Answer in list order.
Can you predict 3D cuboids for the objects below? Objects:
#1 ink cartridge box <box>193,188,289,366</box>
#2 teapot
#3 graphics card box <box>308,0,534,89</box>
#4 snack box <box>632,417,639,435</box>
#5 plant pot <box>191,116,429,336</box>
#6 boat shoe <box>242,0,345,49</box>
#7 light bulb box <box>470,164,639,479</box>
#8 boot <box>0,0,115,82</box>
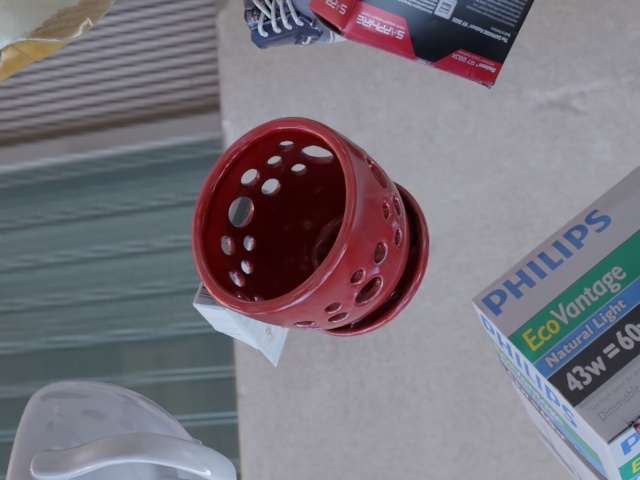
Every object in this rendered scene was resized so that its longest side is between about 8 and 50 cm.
[{"bbox_3d":[-0.092,0.057,1.637,0.066,0.189,0.232,12,158,17],"label":"ink cartridge box"},{"bbox_3d":[-0.157,0.235,0.935,0.187,0.253,0.256,6,-169,-5],"label":"teapot"},{"bbox_3d":[0.164,-0.374,1.230,0.232,0.371,0.094,12,-158,-34],"label":"graphics card box"},{"bbox_3d":[0.338,0.073,0.769,0.174,0.070,0.207,-14,148,-43],"label":"snack box"},{"bbox_3d":[0.000,0.000,1.087,0.191,0.191,0.174,-10,155,33],"label":"plant pot"},{"bbox_3d":[-0.039,-0.347,1.704,0.158,0.127,0.340,-10,179,1],"label":"boat shoe"},{"bbox_3d":[0.403,0.113,1.236,0.358,0.225,0.361,-38,140,-3],"label":"light bulb box"},{"bbox_3d":[-0.370,-0.245,1.304,0.295,0.104,0.211,-41,-158,-14],"label":"boot"}]
